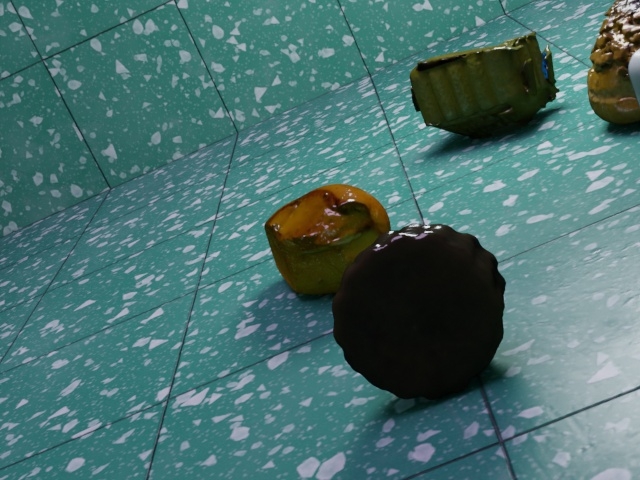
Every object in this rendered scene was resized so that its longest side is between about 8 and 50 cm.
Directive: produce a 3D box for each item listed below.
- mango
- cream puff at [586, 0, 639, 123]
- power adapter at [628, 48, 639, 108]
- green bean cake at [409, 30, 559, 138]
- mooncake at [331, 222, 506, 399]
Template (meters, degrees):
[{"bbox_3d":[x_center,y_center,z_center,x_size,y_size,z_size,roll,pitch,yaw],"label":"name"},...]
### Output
[{"bbox_3d":[0.000,0.000,1.890,0.199,0.201,0.350,7,-4,-22],"label":"mango"},{"bbox_3d":[0.656,-0.378,1.977,0.343,0.231,0.327,-24,21,3],"label":"cream puff"},{"bbox_3d":[0.610,-0.242,1.714,0.124,0.187,0.255,-27,17,-9],"label":"power adapter"},{"bbox_3d":[0.392,-0.346,2.334,0.310,0.202,0.285,-6,13,43],"label":"green bean cake"},{"bbox_3d":[0.131,0.086,1.359,0.228,0.228,0.124,-21,12,14],"label":"mooncake"}]
